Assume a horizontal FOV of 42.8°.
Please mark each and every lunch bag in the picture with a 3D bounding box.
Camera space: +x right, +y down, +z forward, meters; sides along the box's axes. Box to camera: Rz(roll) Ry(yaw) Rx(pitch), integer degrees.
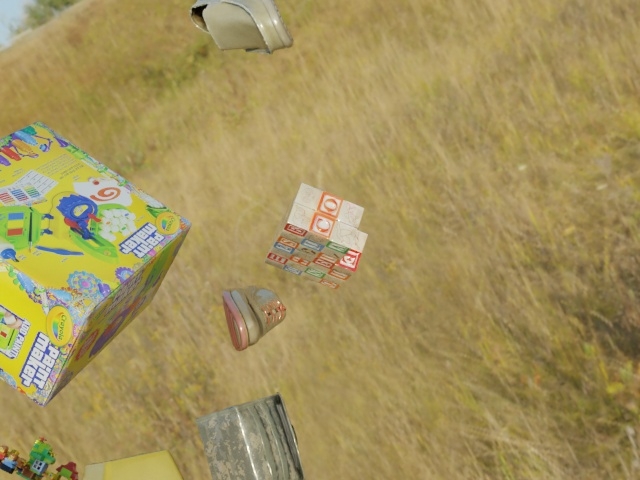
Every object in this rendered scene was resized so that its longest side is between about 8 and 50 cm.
[{"bbox_3d":[-0.146,0.516,2.045,0.169,0.235,0.287,-22,-10,27],"label":"lunch bag"}]

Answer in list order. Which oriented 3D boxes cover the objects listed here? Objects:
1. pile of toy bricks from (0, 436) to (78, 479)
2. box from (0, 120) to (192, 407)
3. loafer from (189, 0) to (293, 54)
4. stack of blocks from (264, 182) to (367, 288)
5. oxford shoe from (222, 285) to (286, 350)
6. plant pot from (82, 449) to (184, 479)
[{"bbox_3d":[-0.704,0.542,2.025,0.212,0.118,0.105,19,73,21],"label":"pile of toy bricks"},{"bbox_3d":[-0.380,0.017,1.109,0.177,0.279,0.290,-58,-3,29],"label":"box"},{"bbox_3d":[-0.132,-0.348,1.319,0.092,0.102,0.268,-38,35,-9],"label":"loafer"},{"bbox_3d":[0.000,0.000,1.633,0.297,0.171,0.087,127,163,-71],"label":"stack of blocks"},{"bbox_3d":[-0.139,0.149,1.761,0.130,0.123,0.348,-11,9,-4],"label":"oxford shoe"},{"bbox_3d":[-0.401,0.556,1.742,0.212,0.187,0.212,-3,-15,-35],"label":"plant pot"}]
